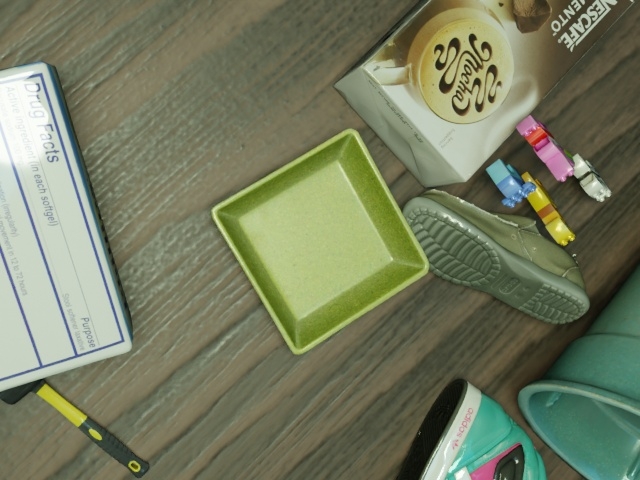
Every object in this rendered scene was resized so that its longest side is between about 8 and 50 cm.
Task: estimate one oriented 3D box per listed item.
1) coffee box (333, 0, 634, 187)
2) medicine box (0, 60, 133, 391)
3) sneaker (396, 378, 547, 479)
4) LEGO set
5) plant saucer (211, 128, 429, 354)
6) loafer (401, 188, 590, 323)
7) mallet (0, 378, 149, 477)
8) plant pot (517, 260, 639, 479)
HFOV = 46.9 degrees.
[{"bbox_3d":[0.184,-0.223,0.839,0.297,0.119,0.168,-45,101,-10],"label":"coffee box"},{"bbox_3d":[-0.345,0.001,0.658,0.289,0.149,0.263,-17,108,-15],"label":"medicine box"},{"bbox_3d":[0.163,0.330,0.847,0.178,0.124,0.295,31,82,-4],"label":"sneaker"},{"bbox_3d":[0.268,-0.052,0.841,0.087,0.227,0.093,-40,63,25],"label":"LEGO set"},{"bbox_3d":[0.000,0.000,0.830,0.188,0.045,0.188,-31,99,-12],"label":"plant saucer"},{"bbox_3d":[0.207,0.011,0.877,0.251,0.094,0.087,30,49,-12],"label":"loafer"},{"bbox_3d":[-0.249,0.178,0.773,0.190,0.039,0.062,38,85,-17],"label":"mallet"},{"bbox_3d":[0.459,0.135,0.828,0.341,0.341,0.334,42,73,-12],"label":"plant pot"}]
